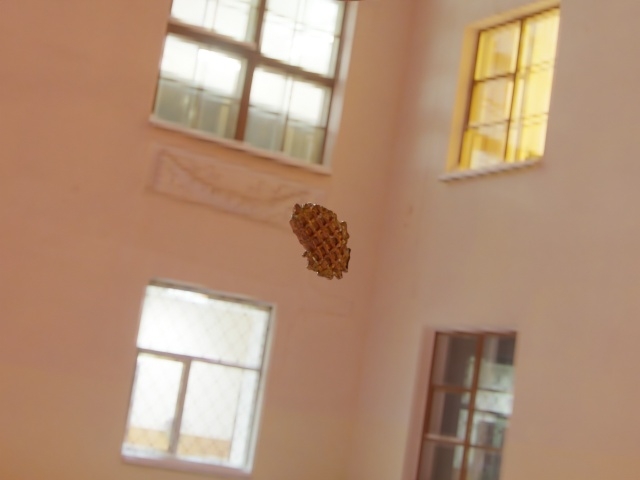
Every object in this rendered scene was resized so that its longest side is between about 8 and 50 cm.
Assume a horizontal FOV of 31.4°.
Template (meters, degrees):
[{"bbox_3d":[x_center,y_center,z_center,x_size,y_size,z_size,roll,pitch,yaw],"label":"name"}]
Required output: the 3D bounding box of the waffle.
[{"bbox_3d":[0.002,0.001,1.190,0.078,0.085,0.016,5,-21,-41],"label":"waffle"}]
